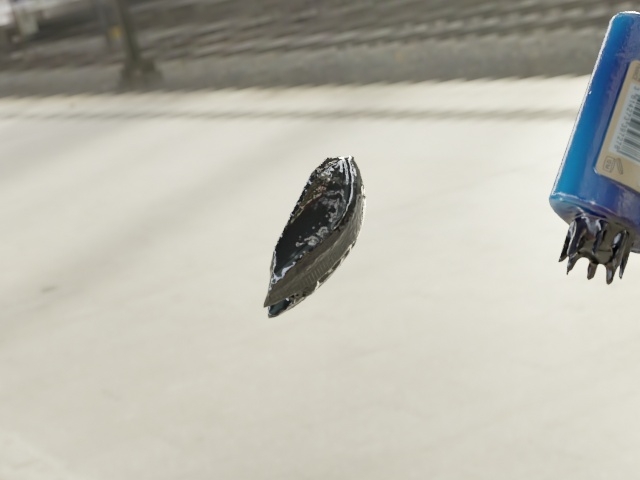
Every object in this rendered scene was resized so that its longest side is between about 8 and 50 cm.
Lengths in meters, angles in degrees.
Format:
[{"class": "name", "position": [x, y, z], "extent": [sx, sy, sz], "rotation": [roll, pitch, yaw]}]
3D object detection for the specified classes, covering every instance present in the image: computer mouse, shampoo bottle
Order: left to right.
[{"class": "computer mouse", "position": [0.000, 0.000, 1.186], "extent": [0.047, 0.135, 0.079], "rotation": [24, -20, 13]}, {"class": "shampoo bottle", "position": [0.208, -0.059, 1.124], "extent": [0.087, 0.183, 0.050], "rotation": [28, -20, -18]}]
